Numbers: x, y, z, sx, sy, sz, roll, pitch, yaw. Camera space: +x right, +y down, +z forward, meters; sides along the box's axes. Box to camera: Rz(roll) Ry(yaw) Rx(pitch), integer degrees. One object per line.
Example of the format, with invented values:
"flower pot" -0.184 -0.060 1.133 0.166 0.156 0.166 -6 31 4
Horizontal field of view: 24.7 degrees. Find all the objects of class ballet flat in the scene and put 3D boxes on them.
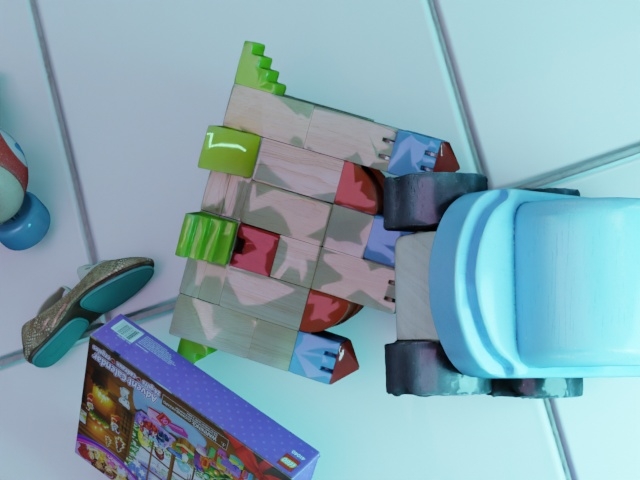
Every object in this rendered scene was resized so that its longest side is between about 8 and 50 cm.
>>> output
"ballet flat" -0.291 0.070 1.777 0.206 0.073 0.067 -39 59 11

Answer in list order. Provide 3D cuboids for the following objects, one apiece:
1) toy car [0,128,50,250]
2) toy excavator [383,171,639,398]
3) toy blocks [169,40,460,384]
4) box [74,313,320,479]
"toy car" -0.445 -0.137 1.812 0.210 0.219 0.238 -6 56 21
"toy excavator" 0.336 0.046 1.420 0.445 0.432 0.222 -4 83 50
"toy blocks" 0.000 0.000 1.619 0.260 0.191 0.382 17 97 12
"box" -0.147 0.241 1.656 0.293 0.057 0.201 32 133 21
